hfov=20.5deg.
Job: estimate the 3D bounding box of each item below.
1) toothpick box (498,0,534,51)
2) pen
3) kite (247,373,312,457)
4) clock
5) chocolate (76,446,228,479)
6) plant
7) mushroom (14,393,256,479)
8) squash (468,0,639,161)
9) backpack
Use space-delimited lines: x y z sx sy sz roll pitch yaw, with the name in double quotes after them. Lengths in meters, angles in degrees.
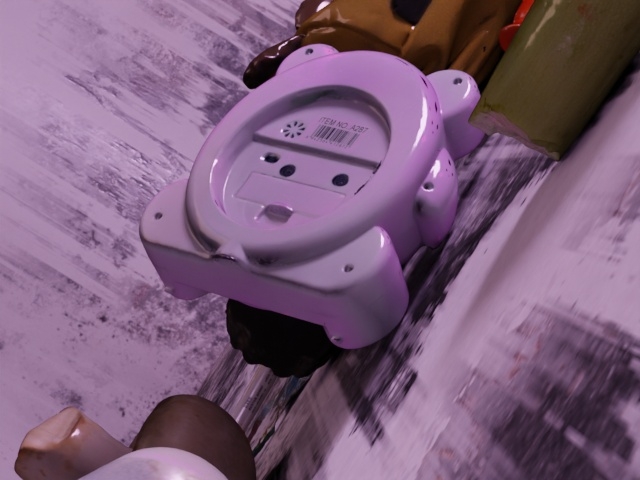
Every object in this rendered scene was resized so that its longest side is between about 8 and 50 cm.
0.178 -0.181 1.415 0.083 0.047 0.047 -61 4 -29 "toothpick box"
-0.072 0.169 1.992 0.239 0.028 0.028 -60 4 -32 "pen"
-0.038 0.157 1.736 0.310 0.015 0.169 -58 4 -9 "kite"
0.001 -0.046 1.388 0.248 0.227 0.090 -55 -37 -28 "clock"
-0.112 0.217 1.188 0.147 0.221 0.221 -33 -2 -12 "chocolate"
0.000 0.000 1.560 0.256 0.141 0.164 -60 1 31 "plant"
-0.158 0.210 1.452 0.204 0.204 0.204 -58 3 5 "mushroom"
0.174 -0.155 1.030 0.250 0.083 0.083 -60 2 19 "squash"
0.070 -0.192 1.778 0.353 0.201 0.378 -55 4 -35 "backpack"
